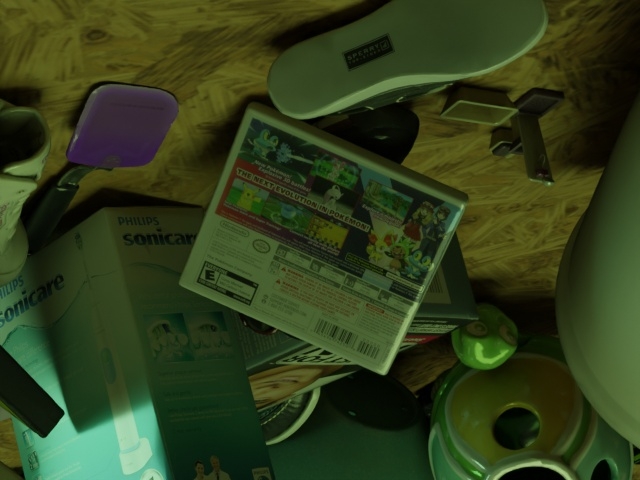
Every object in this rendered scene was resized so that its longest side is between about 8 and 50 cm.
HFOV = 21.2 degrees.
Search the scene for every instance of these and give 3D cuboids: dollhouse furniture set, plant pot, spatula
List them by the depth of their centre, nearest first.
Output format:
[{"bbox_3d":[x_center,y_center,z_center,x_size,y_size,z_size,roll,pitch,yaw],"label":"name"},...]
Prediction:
[{"bbox_3d":[0.150,-0.079,1.488,0.114,0.081,0.091,6,154,-31],"label":"dollhouse furniture set"},{"bbox_3d":[-0.211,-0.052,1.490,0.084,0.030,0.296,3,155,-30],"label":"spatula"},{"bbox_3d":[0.030,0.269,2.092,0.290,0.290,0.195,4,121,-29],"label":"plant pot"}]

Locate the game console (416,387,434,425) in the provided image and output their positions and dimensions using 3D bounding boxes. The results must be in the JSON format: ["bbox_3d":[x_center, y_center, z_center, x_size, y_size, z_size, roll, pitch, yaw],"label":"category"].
[{"bbox_3d":[0.184,0.225,2.289,0.213,0.044,0.361,4,155,-31],"label":"game console"}]

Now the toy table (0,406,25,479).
[{"bbox_3d":[-0.452,0.250,1.963,0.274,0.161,0.252,-16,156,20],"label":"toy table"}]

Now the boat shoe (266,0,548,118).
[{"bbox_3d":[0.072,-0.144,1.323,0.228,0.080,0.076,-21,172,20],"label":"boat shoe"}]

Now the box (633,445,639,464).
[{"bbox_3d":[0.417,0.149,2.000,0.045,0.184,0.190,2,154,-28],"label":"box"}]

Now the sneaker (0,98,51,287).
[{"bbox_3d":[-0.277,-0.037,1.391,0.152,0.114,0.305,-10,158,6],"label":"sneaker"}]

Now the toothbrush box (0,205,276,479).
[{"bbox_3d":[-0.184,0.141,1.605,0.126,0.296,0.216,-2,158,-45],"label":"toothbrush box"}]

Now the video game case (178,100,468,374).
[{"bbox_3d":[0.000,0.000,1.460,0.201,0.023,0.183,24,115,1],"label":"video game case"}]

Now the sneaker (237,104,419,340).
[{"bbox_3d":[0.005,0.001,1.522,0.106,0.163,0.281,6,154,-32],"label":"sneaker"}]

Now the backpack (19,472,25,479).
[{"bbox_3d":[-0.446,0.398,2.380,0.152,0.115,0.182,-5,160,-15],"label":"backpack"}]

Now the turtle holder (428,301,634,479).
[{"bbox_3d":[0.247,0.224,1.965,0.243,0.227,0.320,10,113,1],"label":"turtle holder"}]

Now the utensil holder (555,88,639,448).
[{"bbox_3d":[0.390,-0.009,1.436,0.327,0.328,0.385,-6,156,-6],"label":"utensil holder"}]

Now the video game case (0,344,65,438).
[{"bbox_3d":[-0.356,0.055,1.478,0.035,0.248,0.275,-51,161,-13],"label":"video game case"}]

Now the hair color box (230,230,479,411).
[{"bbox_3d":[-0.045,0.091,1.759,0.374,0.114,0.185,-26,161,36],"label":"hair color box"}]

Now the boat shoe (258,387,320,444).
[{"bbox_3d":[-0.119,0.199,2.020,0.091,0.114,0.302,3,155,-40],"label":"boat shoe"}]
